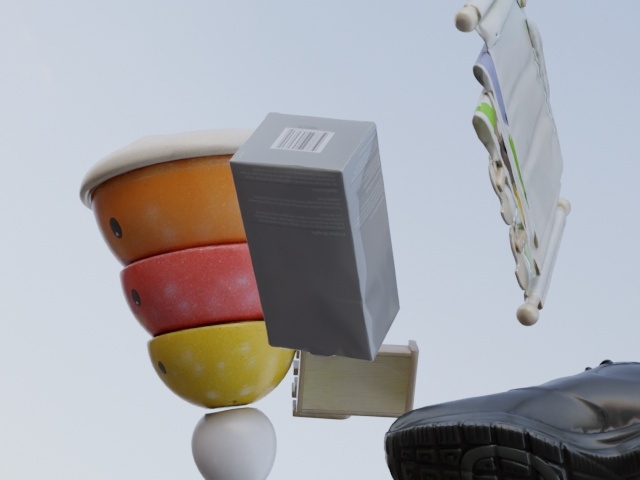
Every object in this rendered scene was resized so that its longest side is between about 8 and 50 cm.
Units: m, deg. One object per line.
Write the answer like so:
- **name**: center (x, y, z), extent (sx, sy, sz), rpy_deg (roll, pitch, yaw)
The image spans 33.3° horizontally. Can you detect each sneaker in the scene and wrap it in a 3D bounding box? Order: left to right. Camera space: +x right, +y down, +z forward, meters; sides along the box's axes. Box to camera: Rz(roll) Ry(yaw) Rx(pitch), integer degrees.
- **sneaker**: center (0.190, 0.146, 0.783), extent (0.286, 0.130, 0.109), rpy_deg (-1, -64, 8)

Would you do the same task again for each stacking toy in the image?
- **stacking toy**: center (-0.137, 0.108, 1.476), extent (0.350, 0.350, 0.480), rpy_deg (-27, -113, 56)

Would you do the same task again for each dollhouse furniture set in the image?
- **dollhouse furniture set**: center (0.046, 0.166, 1.578), extent (0.242, 0.161, 0.212), rpy_deg (-100, -167, -75)

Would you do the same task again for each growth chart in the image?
- **growth chart**: center (0.140, -0.075, 0.749), extent (0.021, 0.172, 0.237), rpy_deg (-4, -65, 28)

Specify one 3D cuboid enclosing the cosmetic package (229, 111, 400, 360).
- **cosmetic package**: center (0.000, 0.000, 1.093), extent (0.127, 0.107, 0.238), rpy_deg (8, -50, 22)
